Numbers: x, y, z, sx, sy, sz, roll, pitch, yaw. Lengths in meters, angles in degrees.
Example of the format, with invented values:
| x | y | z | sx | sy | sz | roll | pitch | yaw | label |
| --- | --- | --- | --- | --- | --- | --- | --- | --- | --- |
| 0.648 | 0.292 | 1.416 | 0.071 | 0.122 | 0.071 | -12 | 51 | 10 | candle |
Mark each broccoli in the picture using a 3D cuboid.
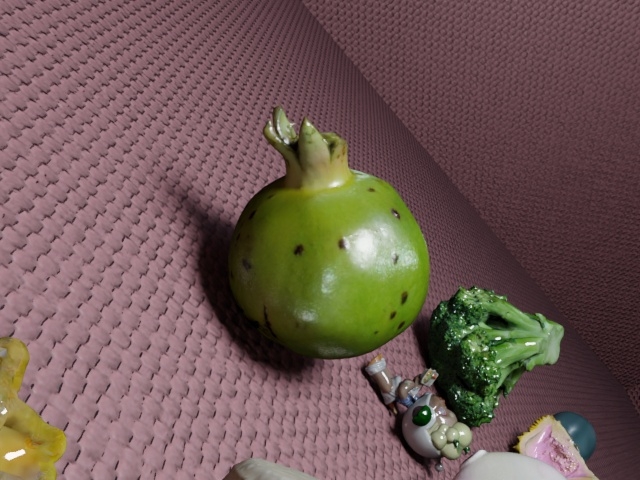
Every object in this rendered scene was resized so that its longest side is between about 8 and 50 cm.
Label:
| x | y | z | sx | sy | sz | roll | pitch | yaw | label |
| --- | --- | --- | --- | --- | --- | --- | --- | --- | --- |
| 0.330 | 0.211 | 1.268 | 0.294 | 0.245 | 0.265 | -39 | 113 | -45 | broccoli |

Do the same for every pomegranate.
| x | y | z | sx | sy | sz | roll | pitch | yaw | label |
| --- | --- | --- | --- | --- | --- | --- | --- | --- | --- |
| 0.000 | 0.000 | 0.826 | 0.260 | 0.260 | 0.341 | -81 | 157 | -62 | pomegranate |

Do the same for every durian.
| x | y | z | sx | sy | sz | roll | pitch | yaw | label |
| --- | --- | --- | --- | --- | --- | --- | --- | --- | --- |
| 0.470 | 0.451 | 1.330 | 0.182 | 0.132 | 0.165 | 54 | 7 | 32 | durian |

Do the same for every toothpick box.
| x | y | z | sx | sy | sz | roll | pitch | yaw | label |
| --- | --- | --- | --- | --- | --- | --- | --- | --- | --- |
| 0.551 | 0.462 | 1.494 | 0.184 | 0.120 | 0.120 | 5 | 52 | -60 | toothpick box |

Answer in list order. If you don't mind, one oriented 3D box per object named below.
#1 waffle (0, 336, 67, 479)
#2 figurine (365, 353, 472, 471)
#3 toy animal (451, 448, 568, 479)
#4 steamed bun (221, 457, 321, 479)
| x | y | z | sx | sy | sz | roll | pitch | yaw | label |
| --- | --- | --- | --- | --- | --- | --- | --- | --- | --- |
| -0.252 | 0.140 | 0.265 | 0.261 | 0.151 | 0.324 | 54 | 24 | -14 | waffle |
| 0.153 | 0.253 | 1.014 | 0.197 | 0.093 | 0.147 | 58 | 11 | 12 | figurine |
| 0.245 | 0.410 | 0.837 | 0.212 | 0.212 | 0.267 | 48 | 19 | -14 | toy animal |
| 0.024 | 0.292 | 0.492 | 0.283 | 0.283 | 0.177 | 36 | 69 | -38 | steamed bun |
